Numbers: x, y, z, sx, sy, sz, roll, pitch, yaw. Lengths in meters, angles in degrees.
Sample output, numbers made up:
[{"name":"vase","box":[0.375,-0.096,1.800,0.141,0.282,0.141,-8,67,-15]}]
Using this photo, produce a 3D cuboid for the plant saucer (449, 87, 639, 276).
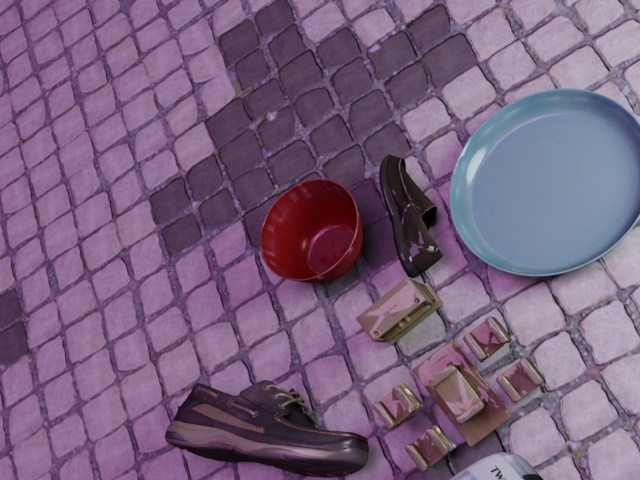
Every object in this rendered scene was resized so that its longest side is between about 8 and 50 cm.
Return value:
[{"name":"plant saucer","box":[0.353,-0.086,1.611,0.317,0.044,0.318,-13,61,24]}]

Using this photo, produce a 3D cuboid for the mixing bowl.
[{"name":"mixing bowl","box":[0.000,0.000,1.735,0.181,0.098,0.181,-13,61,23]}]

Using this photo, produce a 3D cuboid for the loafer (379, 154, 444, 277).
[{"name":"loafer","box":[0.151,-0.045,1.693,0.078,0.080,0.220,-17,64,11]}]

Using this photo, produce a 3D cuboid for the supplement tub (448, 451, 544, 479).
[{"name":"supplement tub","box":[0.273,0.437,1.304,0.193,0.193,0.316,-44,53,4]}]

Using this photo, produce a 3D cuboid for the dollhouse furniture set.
[{"name":"dollhouse furniture set","box":[0.178,0.183,1.548,0.212,0.161,0.242,-39,76,8]}]

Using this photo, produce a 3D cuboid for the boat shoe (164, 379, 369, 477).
[{"name":"boat shoe","box":[-0.086,0.280,1.627,0.355,0.132,0.130,3,68,29]}]
